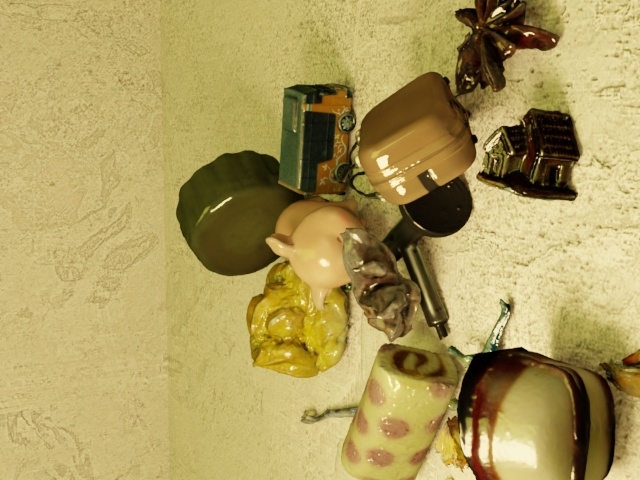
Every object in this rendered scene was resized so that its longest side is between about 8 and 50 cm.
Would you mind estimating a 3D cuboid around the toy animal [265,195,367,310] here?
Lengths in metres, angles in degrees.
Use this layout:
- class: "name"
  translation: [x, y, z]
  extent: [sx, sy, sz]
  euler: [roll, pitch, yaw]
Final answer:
- class: "toy animal"
  translation: [0.000, 0.000, 2.230]
  extent: [0.326, 0.269, 0.237]
  euler: [-1, 132, 52]

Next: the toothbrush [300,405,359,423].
- class: "toothbrush"
  translation: [0.044, 0.463, 2.459]
  extent: [0.413, 0.035, 0.042]
  euler: [-24, 38, 60]

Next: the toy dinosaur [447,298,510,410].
- class: "toy dinosaur"
  translation: [0.327, 0.295, 1.859]
  extent: [0.147, 0.076, 0.363]
  euler: [1, 91, 55]

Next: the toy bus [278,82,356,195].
- class: "toy bus"
  translation: [-0.013, -0.259, 2.336]
  extent: [0.138, 0.167, 0.275]
  euler: [30, 119, 58]

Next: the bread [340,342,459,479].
- class: "bread"
  translation: [0.171, 0.390, 2.029]
  extent: [0.155, 0.187, 0.338]
  euler: [-85, 9, -55]

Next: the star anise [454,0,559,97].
- class: "star anise"
  translation: [0.328, -0.392, 1.728]
  extent: [0.212, 0.129, 0.283]
  euler: [-40, 50, 50]

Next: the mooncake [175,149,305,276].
- class: "mooncake"
  translation: [-0.219, -0.077, 2.554]
  extent: [0.194, 0.356, 0.356]
  euler: [63, 145, 38]

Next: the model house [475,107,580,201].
- class: "model house"
  translation: [0.377, -0.160, 1.647]
  extent: [0.106, 0.165, 0.152]
  euler: [-117, 33, -66]

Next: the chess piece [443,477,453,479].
- class: "chess piece"
  translation: [0.269, 0.562, 2.051]
  extent: [0.092, 0.035, 0.035]
  euler: [120, 137, -52]

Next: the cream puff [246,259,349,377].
- class: "cream puff"
  translation: [-0.082, 0.196, 2.421]
  extent: [0.291, 0.257, 0.324]
  euler: [46, 141, 48]

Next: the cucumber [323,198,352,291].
- class: "cucumber"
  translation: [0.044, 0.011, 2.389]
  extent: [0.056, 0.056, 0.284]
  euler: [-57, 42, 49]

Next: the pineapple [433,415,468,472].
- class: "pineapple"
  translation: [0.285, 0.431, 1.963]
  extent: [0.137, 0.069, 0.116]
  euler: [5, 98, 64]

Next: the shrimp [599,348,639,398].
- class: "shrimp"
  translation: [0.530, 0.214, 1.506]
  extent: [0.190, 0.042, 0.101]
  euler: [-6, 68, 63]

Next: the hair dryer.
- class: "hair dryer"
  translation: [0.251, 0.035, 1.993]
  extent: [0.284, 0.155, 0.320]
  euler: [51, 154, 18]

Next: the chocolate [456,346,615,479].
- class: "chocolate"
  translation: [0.391, 0.312, 1.570]
  extent: [0.186, 0.283, 0.284]
  euler: [-13, 82, 47]

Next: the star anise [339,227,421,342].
- class: "star anise"
  translation: [0.137, 0.097, 1.998]
  extent: [0.359, 0.139, 0.316]
  euler: [-103, -4, -72]

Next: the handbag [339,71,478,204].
- class: "handbag"
  translation: [0.162, -0.188, 1.827]
  extent: [0.149, 0.283, 0.302]
  euler: [54, -163, -21]
